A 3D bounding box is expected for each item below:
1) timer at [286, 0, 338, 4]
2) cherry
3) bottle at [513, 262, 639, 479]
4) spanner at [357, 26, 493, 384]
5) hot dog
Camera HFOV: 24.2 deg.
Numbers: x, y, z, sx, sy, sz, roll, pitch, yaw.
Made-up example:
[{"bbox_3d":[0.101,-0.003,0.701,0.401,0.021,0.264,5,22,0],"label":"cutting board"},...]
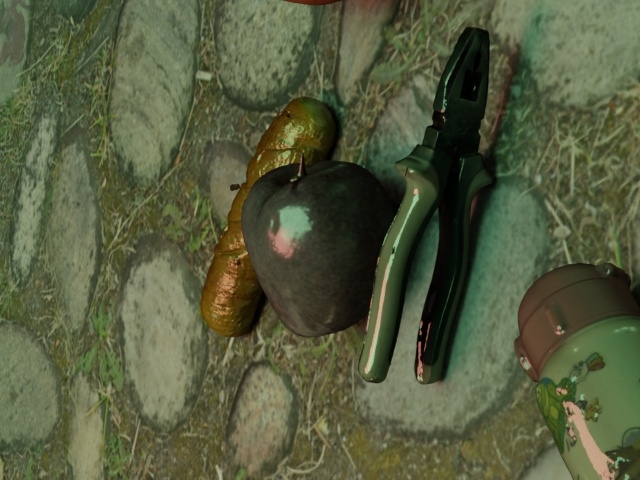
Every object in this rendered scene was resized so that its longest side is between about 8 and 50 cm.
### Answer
[{"bbox_3d":[-0.022,-0.346,1.433,0.229,0.229,0.215,12,85,56],"label":"timer"},{"bbox_3d":[0.002,0.002,1.422,0.176,0.140,0.176,41,142,44],"label":"cherry"},{"bbox_3d":[0.225,0.128,1.092,0.120,0.120,0.253,-56,42,34],"label":"bottle"},{"bbox_3d":[0.101,-0.028,1.316,0.040,0.095,0.325,26,107,54],"label":"spanner"},{"bbox_3d":[-0.061,-0.020,1.586,0.088,0.061,0.286,38,118,39],"label":"hot dog"}]
